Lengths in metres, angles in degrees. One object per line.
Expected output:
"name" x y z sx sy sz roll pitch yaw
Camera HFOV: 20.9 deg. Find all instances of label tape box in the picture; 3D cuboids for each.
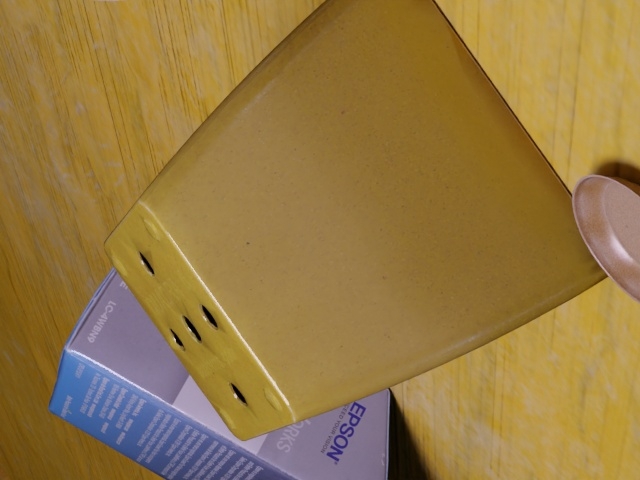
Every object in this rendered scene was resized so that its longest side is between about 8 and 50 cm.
"label tape box" -0.045 0.158 1.428 0.347 0.115 0.249 29 160 -3

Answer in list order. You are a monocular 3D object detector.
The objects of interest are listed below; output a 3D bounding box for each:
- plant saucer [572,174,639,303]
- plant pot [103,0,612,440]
"plant saucer" 0.160 -0.001 0.868 0.083 0.015 0.083 46 159 24
"plant pot" 0.000 0.000 0.986 0.212 0.187 0.212 54 161 0
